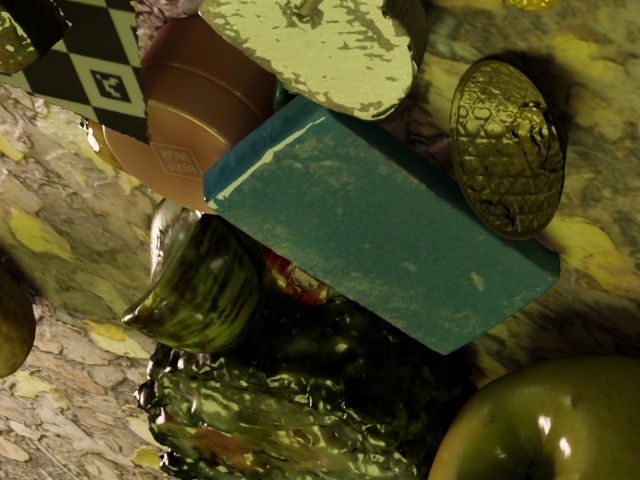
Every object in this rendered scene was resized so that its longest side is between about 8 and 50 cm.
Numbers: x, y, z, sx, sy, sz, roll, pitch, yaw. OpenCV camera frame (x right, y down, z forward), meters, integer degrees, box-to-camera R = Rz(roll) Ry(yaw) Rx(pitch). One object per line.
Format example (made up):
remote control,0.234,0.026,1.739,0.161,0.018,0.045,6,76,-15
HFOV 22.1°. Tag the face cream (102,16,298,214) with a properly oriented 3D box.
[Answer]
face cream,-0.101,-0.108,1.430,0.149,0.104,0.149,21,150,13

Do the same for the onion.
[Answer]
onion,0.000,0.000,1.508,0.118,0.117,0.119,21,127,30

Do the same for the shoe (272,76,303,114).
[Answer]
shoe,-0.006,-0.140,1.334,0.064,0.071,0.143,26,143,3

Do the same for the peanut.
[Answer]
peanut,-0.424,0.078,1.969,0.129,0.129,0.224,-2,141,42

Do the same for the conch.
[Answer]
conch,-0.103,0.020,1.535,0.124,0.181,0.187,21,162,-11

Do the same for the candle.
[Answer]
candle,-0.007,-0.184,1.219,0.168,0.068,0.192,3,128,19

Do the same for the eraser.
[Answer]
eraser,0.058,-0.009,1.398,0.144,0.043,0.312,-36,129,27

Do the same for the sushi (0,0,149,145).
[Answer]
sushi,-0.304,-0.208,1.280,0.339,0.069,0.320,23,148,12

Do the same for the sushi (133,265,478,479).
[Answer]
sushi,-0.018,0.157,1.705,0.352,0.178,0.294,12,145,24

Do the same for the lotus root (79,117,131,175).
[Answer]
lotus root,-0.165,-0.089,1.558,0.152,0.063,0.072,19,140,18

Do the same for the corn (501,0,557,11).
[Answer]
corn,0.086,-0.229,1.122,0.203,0.072,0.072,35,150,-14

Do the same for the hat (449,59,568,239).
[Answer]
hat,0.170,-0.078,1.304,0.146,0.067,0.146,33,130,51

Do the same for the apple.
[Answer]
apple,0.247,0.270,1.503,0.338,0.338,0.305,7,147,32

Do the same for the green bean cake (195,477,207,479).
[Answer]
green bean cake,-0.027,0.363,1.901,0.300,0.308,0.169,2,140,35
